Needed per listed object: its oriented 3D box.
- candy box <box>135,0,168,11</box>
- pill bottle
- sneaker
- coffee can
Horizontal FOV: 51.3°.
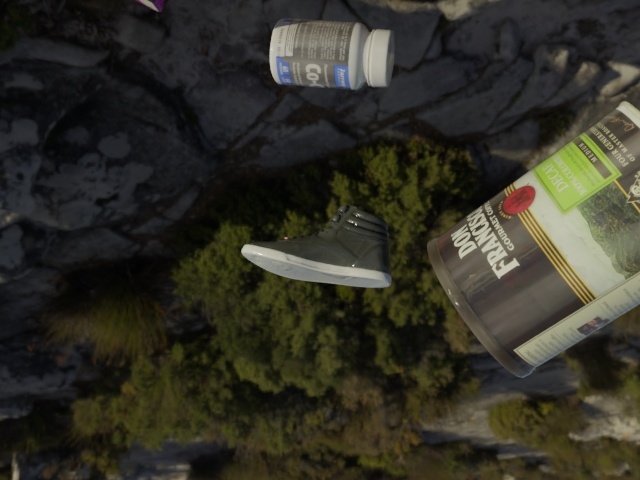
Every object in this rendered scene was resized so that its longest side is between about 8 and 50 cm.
[{"bbox_3d":[-0.149,-0.366,0.640,0.071,0.233,0.159,28,175,14],"label":"candy box"},{"bbox_3d":[0.016,-0.219,0.788,0.137,0.078,0.078,7,154,13],"label":"pill bottle"},{"bbox_3d":[0.000,0.000,1.309,0.296,0.146,0.104,8,161,5],"label":"sneaker"},{"bbox_3d":[0.295,0.003,0.779,0.275,0.201,0.201,-38,142,19],"label":"coffee can"}]
